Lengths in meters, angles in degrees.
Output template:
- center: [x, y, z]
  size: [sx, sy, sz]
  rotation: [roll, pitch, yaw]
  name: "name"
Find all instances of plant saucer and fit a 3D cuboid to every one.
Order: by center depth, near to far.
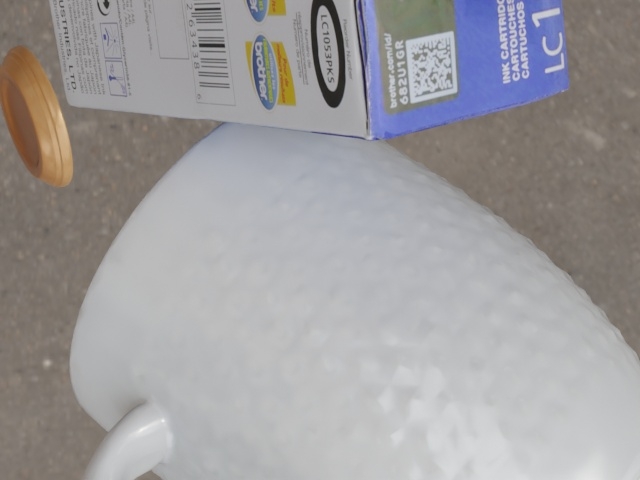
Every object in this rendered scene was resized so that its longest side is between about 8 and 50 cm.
- center: [-0.392, -0.164, 1.688]
  size: [0.037, 0.200, 0.200]
  rotation: [-21, 134, -25]
  name: "plant saucer"

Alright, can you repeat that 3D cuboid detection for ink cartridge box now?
- center: [-0.015, -0.203, 0.699]
  size: [0.151, 0.395, 0.270]
  rotation: [-17, 107, -33]
  name: "ink cartridge box"

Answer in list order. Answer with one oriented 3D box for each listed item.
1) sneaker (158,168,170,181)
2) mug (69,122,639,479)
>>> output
- center: [0.000, 0.000, 0.881]
  size: [0.236, 0.095, 0.104]
  rotation: [39, 114, 0]
  name: "sneaker"
- center: [0.017, 0.124, 0.792]
  size: [0.374, 0.328, 0.276]
  rotation: [-36, 150, -39]
  name: "mug"
